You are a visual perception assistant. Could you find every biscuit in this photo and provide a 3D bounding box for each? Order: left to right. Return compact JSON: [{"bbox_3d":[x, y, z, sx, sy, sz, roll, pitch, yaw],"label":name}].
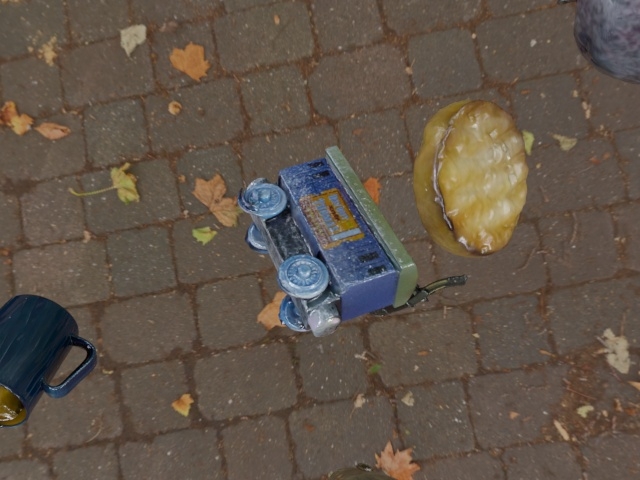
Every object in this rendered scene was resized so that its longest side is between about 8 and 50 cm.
[{"bbox_3d":[0.281,-0.113,0.962,0.296,0.102,0.296,-2,94,-38],"label":"biscuit"}]

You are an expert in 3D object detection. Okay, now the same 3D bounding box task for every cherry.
[{"bbox_3d":[0.378,-0.257,0.559,0.195,0.195,0.195,0,83,3],"label":"cherry"}]

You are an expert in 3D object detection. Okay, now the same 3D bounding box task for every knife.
[{"bbox_3d":[0.146,0.096,0.834,0.045,0.222,0.021,55,43,-16],"label":"knife"}]

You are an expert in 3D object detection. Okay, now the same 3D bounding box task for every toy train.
[{"bbox_3d":[0.000,0.000,0.782,0.202,0.131,0.299,-18,54,-15],"label":"toy train"}]

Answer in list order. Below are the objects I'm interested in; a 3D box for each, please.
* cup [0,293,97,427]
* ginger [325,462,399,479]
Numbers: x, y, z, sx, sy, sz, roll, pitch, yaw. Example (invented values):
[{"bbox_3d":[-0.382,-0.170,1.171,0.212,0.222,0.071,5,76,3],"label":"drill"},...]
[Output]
[{"bbox_3d":[-0.391,0.164,0.682,0.150,0.138,0.113,35,125,-16],"label":"cup"},{"bbox_3d":[0.033,0.323,0.383,0.256,0.375,0.176,22,123,36],"label":"ginger"}]
